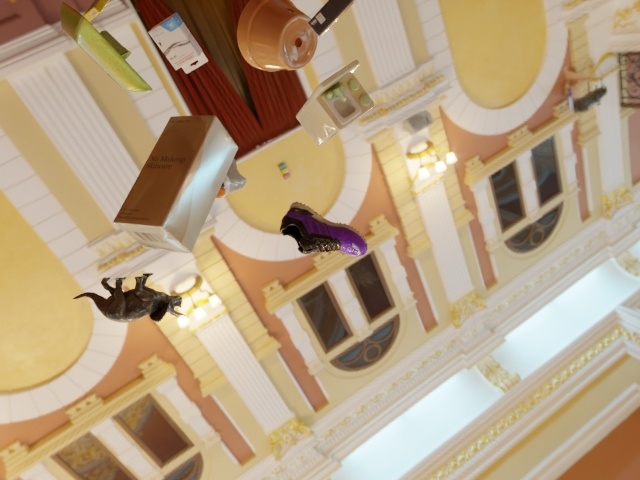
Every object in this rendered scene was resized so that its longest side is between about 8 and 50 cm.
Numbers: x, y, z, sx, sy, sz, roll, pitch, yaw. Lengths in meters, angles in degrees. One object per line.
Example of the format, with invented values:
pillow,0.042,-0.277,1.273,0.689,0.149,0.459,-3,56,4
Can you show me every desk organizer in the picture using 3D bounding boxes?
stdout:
desk organizer,0.031,-0.617,1.248,0.130,0.047,0.050,-39,-170,22

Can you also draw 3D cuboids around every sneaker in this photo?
sneaker,0.000,0.000,1.471,0.293,0.102,0.146,26,-130,10
sneaker,-0.320,-0.238,1.372,0.121,0.262,0.099,-21,162,-49

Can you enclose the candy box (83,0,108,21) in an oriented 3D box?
candy box,-0.720,-0.817,1.543,0.105,0.027,0.205,-6,-124,42

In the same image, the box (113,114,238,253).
box,-0.327,-0.136,1.080,0.148,0.121,0.311,4,-118,23

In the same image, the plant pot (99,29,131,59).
plant pot,-0.574,-0.521,1.254,0.083,0.079,0.083,-32,-158,14

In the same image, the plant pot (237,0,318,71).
plant pot,-0.150,-0.797,1.813,0.291,0.290,0.203,-38,-129,-23

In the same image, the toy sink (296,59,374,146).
toy sink,0.053,-0.396,1.369,0.153,0.131,0.234,-40,-174,-21

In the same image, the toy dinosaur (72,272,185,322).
toy dinosaur,-0.575,0.185,1.387,0.314,0.160,0.121,-6,-176,-18

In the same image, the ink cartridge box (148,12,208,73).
ink cartridge box,-0.478,-0.658,1.571,0.104,0.180,0.060,-23,-144,17

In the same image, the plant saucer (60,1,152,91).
plant saucer,-0.465,-0.398,0.981,0.045,0.188,0.188,-46,-132,-4
